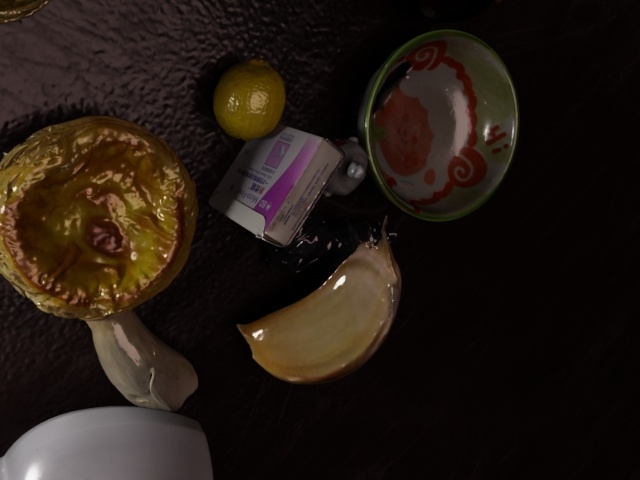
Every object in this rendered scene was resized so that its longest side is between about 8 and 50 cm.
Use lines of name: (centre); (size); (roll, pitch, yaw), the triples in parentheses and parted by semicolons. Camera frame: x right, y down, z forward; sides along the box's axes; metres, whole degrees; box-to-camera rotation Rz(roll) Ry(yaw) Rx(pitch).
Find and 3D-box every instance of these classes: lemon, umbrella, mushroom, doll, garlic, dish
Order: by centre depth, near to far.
lemon: (-0.107, -0.213, 1.012); (0.109, 0.109, 0.133); (1, 110, -32)
mushroom: (-0.286, 0.177, 1.040); (0.108, 0.096, 0.246); (-28, 118, 4)
doll: (0.026, -0.116, 1.056); (0.075, 0.227, 0.102); (23, 91, -19)
garlic: (0.037, 0.123, 1.126); (0.338, 0.151, 0.196); (-36, 127, 17)
umbrella: (0.000, 0.001, 1.153); (0.273, 0.122, 0.110); (8, 58, -29)
dish: (0.189, -0.201, 1.193); (0.324, 0.124, 0.323); (-6, 102, -26)

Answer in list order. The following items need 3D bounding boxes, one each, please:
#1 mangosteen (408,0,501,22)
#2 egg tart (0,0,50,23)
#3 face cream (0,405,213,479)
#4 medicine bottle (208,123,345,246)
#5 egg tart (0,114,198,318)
mangosteen: (0.247, -0.456, 1.074); (0.250, 0.211, 0.211); (4, 106, 1)
egg tart: (-0.400, -0.360, 0.797); (0.213, 0.090, 0.212); (-14, 117, -29)
face cream: (-0.350, 0.395, 0.993); (0.357, 0.219, 0.312); (-4, 114, -27)
medicine bottle: (-0.072, -0.090, 1.018); (0.052, 0.201, 0.171); (35, 87, -37)
egg tart: (-0.315, -0.032, 0.935); (0.295, 0.116, 0.294); (-6, 100, -34)
